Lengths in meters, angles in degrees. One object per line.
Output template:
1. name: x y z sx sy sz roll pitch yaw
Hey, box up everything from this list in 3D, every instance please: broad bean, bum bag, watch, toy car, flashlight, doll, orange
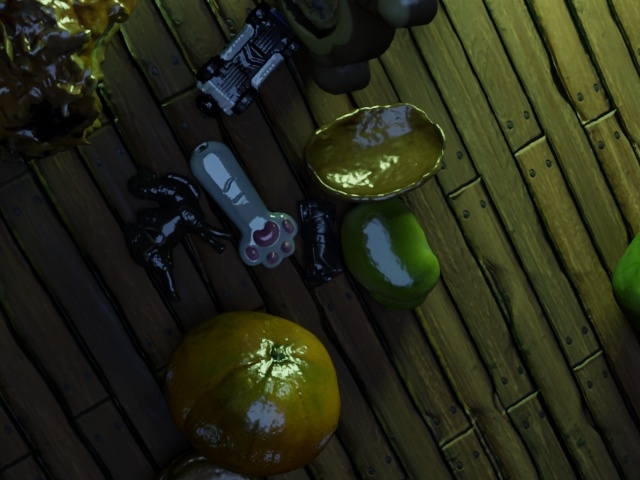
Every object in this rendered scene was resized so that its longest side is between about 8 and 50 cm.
1. broad bean: 0.099 0.019 1.406 0.124 0.082 0.174 -40 94 -12
2. bum bag: 0.000 0.000 1.393 0.058 0.034 0.124 -8 97 -1
3. watch: 0.120 -0.384 1.230 0.327 0.335 0.314 -27 102 -22
4. toy car: -0.104 -0.238 1.321 0.080 0.070 0.170 42 82 -16
5. flashlight: -0.108 -0.051 1.351 0.093 0.047 0.200 -37 105 -10
6. doll: -0.208 -0.018 1.323 0.139 0.057 0.165 -45 96 -6
7. orange: -0.087 0.195 1.289 0.240 0.240 0.171 7 135 -17

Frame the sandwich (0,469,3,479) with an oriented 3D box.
1. sandwich: -0.466 0.330 1.262 0.094 0.096 0.257 -13 100 -8

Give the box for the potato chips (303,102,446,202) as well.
1. potato chips: 0.080 -0.121 1.386 0.202 0.049 0.150 -28 75 -11

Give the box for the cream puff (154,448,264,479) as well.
1. cream puff: -0.154 0.356 1.342 0.165 0.115 0.150 8 86 -7

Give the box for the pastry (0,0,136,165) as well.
1. pastry: -0.364 -0.311 1.125 0.338 0.292 0.405 23 84 -16

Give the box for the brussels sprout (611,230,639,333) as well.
1. brussels sprout: 0.581 0.072 1.469 0.272 0.219 0.210 18 94 -1
